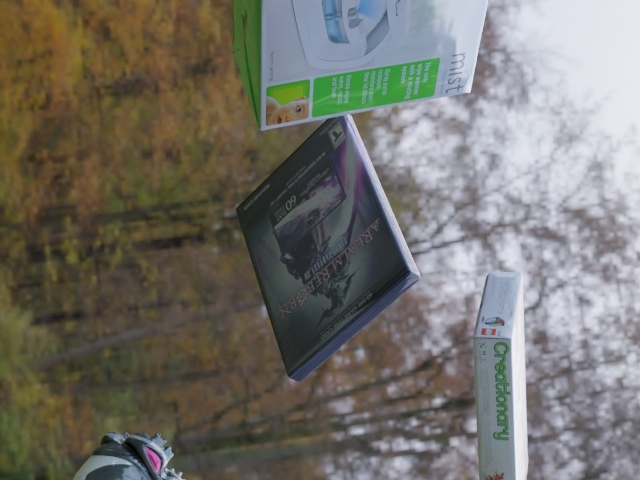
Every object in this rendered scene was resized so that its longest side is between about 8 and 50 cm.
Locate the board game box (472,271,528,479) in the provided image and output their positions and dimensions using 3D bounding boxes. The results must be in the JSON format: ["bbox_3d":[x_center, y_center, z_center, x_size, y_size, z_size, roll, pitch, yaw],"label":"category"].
[{"bbox_3d":[0.243,0.219,1.646,0.193,0.053,0.305,-62,149,-63],"label":"board game box"}]

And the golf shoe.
[{"bbox_3d":[-0.160,0.322,1.230,0.105,0.120,0.273,-18,-70,43],"label":"golf shoe"}]

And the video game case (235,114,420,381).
[{"bbox_3d":[0.000,0.000,1.433,0.196,0.026,0.274,-43,-137,24],"label":"video game case"}]

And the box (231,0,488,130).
[{"bbox_3d":[0.037,-0.255,1.178,0.262,0.231,0.127,95,-20,-51],"label":"box"}]
